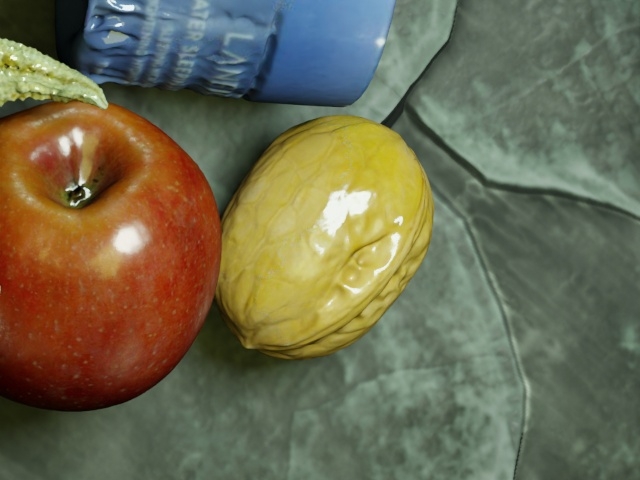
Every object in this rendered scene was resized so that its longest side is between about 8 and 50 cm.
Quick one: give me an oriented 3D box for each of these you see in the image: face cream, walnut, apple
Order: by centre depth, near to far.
[{"bbox_3d":[-0.075,-0.227,1.411,0.225,0.249,0.249,4,96,-12],"label":"face cream"},{"bbox_3d":[-0.180,0.012,1.425,0.218,0.201,0.218,5,52,-6],"label":"apple"},{"bbox_3d":[0.000,0.000,1.512,0.159,0.159,0.207,40,80,-17],"label":"walnut"}]

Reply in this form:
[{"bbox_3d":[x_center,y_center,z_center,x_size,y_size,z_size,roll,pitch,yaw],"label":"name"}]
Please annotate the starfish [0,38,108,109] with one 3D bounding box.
[{"bbox_3d":[-0.342,-0.096,1.295,0.347,0.078,0.358,-30,94,-24],"label":"starfish"}]
